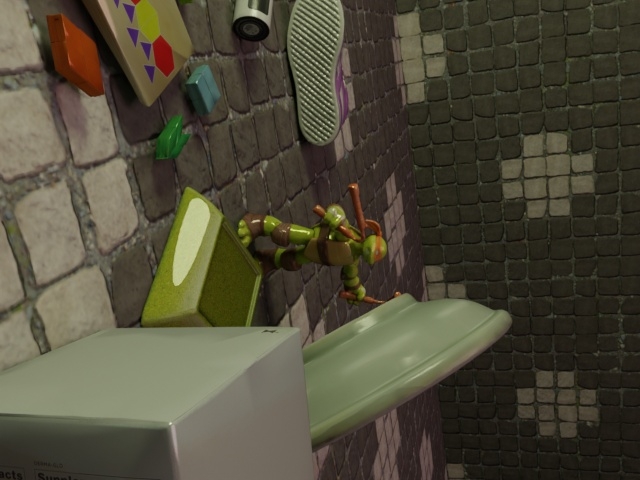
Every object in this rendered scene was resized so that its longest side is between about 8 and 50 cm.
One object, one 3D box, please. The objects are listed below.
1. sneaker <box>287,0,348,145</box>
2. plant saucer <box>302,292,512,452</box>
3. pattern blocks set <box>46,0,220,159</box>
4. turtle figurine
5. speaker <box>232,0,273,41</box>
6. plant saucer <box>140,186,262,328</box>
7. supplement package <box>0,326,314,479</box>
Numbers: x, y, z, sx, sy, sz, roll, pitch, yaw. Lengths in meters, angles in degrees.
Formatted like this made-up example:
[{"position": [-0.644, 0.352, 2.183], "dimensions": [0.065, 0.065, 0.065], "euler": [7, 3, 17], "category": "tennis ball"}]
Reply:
[{"position": [0.004, -0.329, 1.118], "dimensions": [0.161, 0.102, 0.282], "euler": [-52, 146, -68], "category": "sneaker"}, {"position": [0.047, 0.161, 0.770], "dimensions": [0.101, 0.400, 0.400], "euler": [61, 15, 11], "category": "plant saucer"}, {"position": [-0.193, -0.246, 0.596], "dimensions": [0.285, 0.026, 0.325], "euler": [-67, 148, -53], "category": "pattern blocks set"}, {"position": [0.000, 0.000, 0.822], "dimensions": [0.270, 0.217, 0.087], "euler": [68, 30, -53], "category": "turtle figurine"}, {"position": [-0.096, -0.365, 0.873], "dimensions": [0.055, 0.055, 0.136], "euler": [50, 41, -61], "category": "speaker"}, {"position": [-0.125, 0.061, 0.716], "dimensions": [0.188, 0.045, 0.188], "euler": [64, 29, -50], "category": "plant saucer"}, {"position": [-0.126, 0.216, 0.438], "dimensions": [0.199, 0.197, 0.263], "euler": [-21, 107, -70], "category": "supplement package"}]
